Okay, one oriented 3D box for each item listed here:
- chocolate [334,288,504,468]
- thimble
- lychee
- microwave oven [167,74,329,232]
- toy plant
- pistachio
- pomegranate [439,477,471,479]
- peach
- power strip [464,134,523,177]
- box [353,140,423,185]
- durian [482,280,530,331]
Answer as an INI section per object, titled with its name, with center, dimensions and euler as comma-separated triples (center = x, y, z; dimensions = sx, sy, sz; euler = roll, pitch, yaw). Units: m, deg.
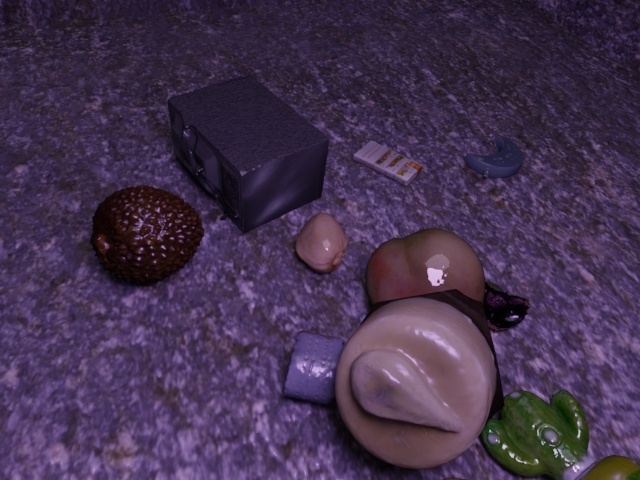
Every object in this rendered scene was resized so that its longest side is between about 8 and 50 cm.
[chocolate]
center = 0.194, 0.272, 0.898
dimensions = 0.326, 0.297, 0.314
euler = -9, 87, 8
[thimble]
center = -0.013, 0.284, 1.047
dimensions = 0.118, 0.127, 0.151
euler = 13, 48, 2
[lychee]
center = -0.435, -0.016, 1.200
dimensions = 0.267, 0.267, 0.267
euler = 4, 47, -4
[microwave oven]
center = -0.240, -0.284, 1.472
dimensions = 0.374, 0.236, 0.432
euler = -29, 56, -28
[toy plant]
center = 0.497, 0.437, 0.955
dimensions = 0.224, 0.184, 0.316
euler = -34, 47, -11
[pistachio]
center = 0.000, 0.000, 1.320
dimensions = 0.145, 0.117, 0.200
euler = -7, 48, -7
[pomegranate]
center = 0.245, 0.531, 0.767
dimensions = 0.264, 0.264, 0.264
euler = 4, 47, -4
[peach]
center = 0.257, 0.114, 1.154
dimensions = 0.292, 0.247, 0.292
euler = -3, 55, 4
[power strip]
center = 0.649, -0.300, 1.728
dimensions = 0.167, 0.054, 0.253
euler = 38, 53, 26
[box]
center = 0.241, -0.279, 1.669
dimensions = 0.220, 0.032, 0.122
euler = 31, 50, 21
[durian]
center = 0.450, 0.172, 1.250
dimensions = 0.186, 0.119, 0.108
euler = 21, 4, -22
